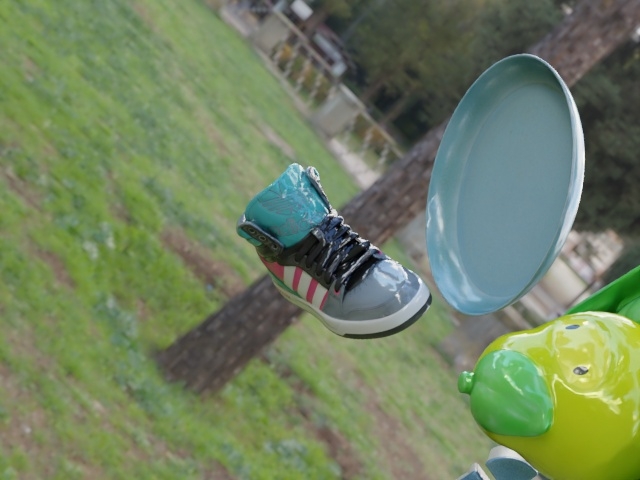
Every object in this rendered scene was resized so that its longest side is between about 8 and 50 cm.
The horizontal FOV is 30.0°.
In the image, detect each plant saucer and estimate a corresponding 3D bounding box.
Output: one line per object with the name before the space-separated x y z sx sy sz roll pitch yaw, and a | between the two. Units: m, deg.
plant saucer | 0.222 -0.063 1.433 0.044 0.317 0.317 12 23 -23

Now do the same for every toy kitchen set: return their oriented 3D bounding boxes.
toy kitchen set | 0.173 0.339 1.273 0.166 0.207 0.122 54 12 5

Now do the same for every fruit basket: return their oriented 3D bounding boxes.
fruit basket | 0.338 0.156 1.189 0.392 0.283 0.392 38 31 -27

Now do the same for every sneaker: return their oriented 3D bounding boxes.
sneaker | 0.000 0.000 1.406 0.295 0.124 0.178 18 -34 55
